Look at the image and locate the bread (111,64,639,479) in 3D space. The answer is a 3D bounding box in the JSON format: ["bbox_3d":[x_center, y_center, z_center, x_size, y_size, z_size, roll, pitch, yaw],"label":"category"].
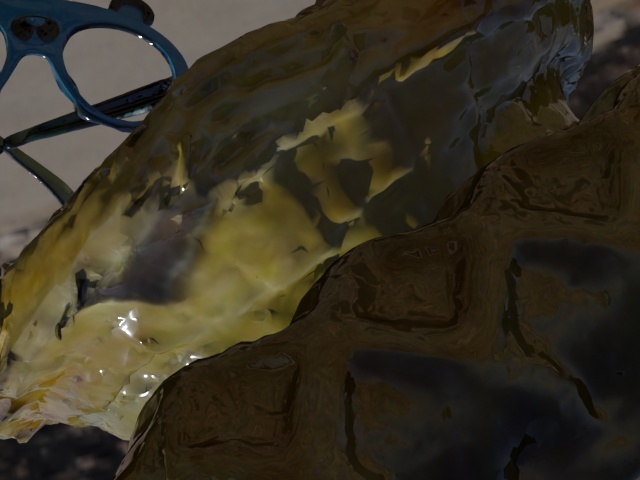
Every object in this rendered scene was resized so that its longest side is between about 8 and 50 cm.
[{"bbox_3d":[0.102,-0.015,0.405,0.367,0.077,0.084,-35,161,-24],"label":"bread"}]

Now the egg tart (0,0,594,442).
[{"bbox_3d":[0.000,0.000,0.658,0.290,0.115,0.290,-37,172,-6],"label":"egg tart"}]

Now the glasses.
[{"bbox_3d":[-0.225,-0.083,1.355,0.239,0.102,0.207,1,127,-14],"label":"glasses"}]
